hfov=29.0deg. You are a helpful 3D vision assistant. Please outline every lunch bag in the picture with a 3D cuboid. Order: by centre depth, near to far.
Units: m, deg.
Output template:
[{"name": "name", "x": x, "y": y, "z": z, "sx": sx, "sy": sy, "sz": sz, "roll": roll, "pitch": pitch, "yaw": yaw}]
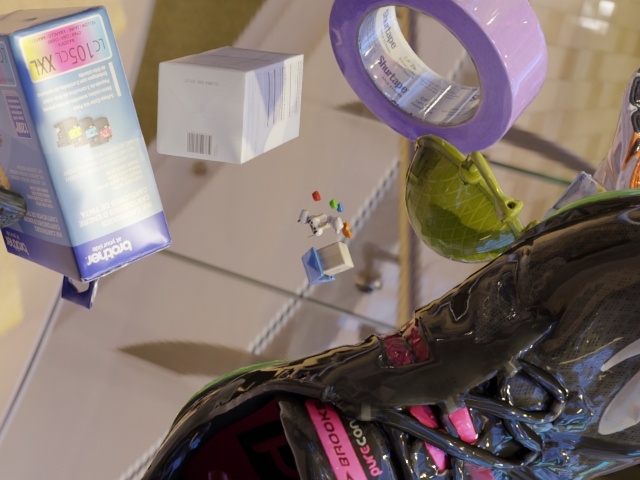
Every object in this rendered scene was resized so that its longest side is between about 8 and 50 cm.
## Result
[{"name": "lunch bag", "x": 0.282, "y": -0.020, "z": 1.320, "sx": 0.083, "sy": 0.071, "sz": 0.053, "roll": -51, "pitch": 158, "yaw": 16}]

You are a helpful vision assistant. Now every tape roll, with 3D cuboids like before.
[{"name": "tape roll", "x": 0.146, "y": -0.243, "z": 1.572, "sx": 0.090, "sy": 0.275, "sz": 0.274, "roll": -47, "pitch": 148, "yaw": -30}]

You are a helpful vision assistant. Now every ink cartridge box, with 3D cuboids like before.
[{"name": "ink cartridge box", "x": -0.352, "y": -0.108, "z": 1.682, "sx": 0.151, "sy": 0.270, "sz": 0.395, "roll": -26, "pitch": 112, "yaw": -29}]

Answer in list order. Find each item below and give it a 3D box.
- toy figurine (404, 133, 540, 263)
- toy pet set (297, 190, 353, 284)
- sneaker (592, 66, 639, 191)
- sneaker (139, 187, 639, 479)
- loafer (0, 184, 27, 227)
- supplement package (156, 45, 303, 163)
[{"name": "toy figurine", "x": 0.136, "y": 0.118, "z": 0.986, "sx": 0.217, "sy": 0.362, "sz": 0.191, "roll": -42, "pitch": -169, "yaw": 2}, {"name": "toy pet set", "x": 0.000, "y": 0.000, "z": 1.756, "sx": 0.122, "sy": 0.065, "sz": 0.114, "roll": 24, "pitch": 46, "yaw": -69}, {"name": "sneaker", "x": 0.412, "y": -0.114, "z": 1.664, "sx": 0.121, "sy": 0.099, "sz": 0.262, "roll": -32, "pitch": -141, "yaw": 58}, {"name": "sneaker", "x": 0.075, "y": 0.123, "z": 0.801, "sx": 0.185, "sy": 0.483, "sz": 0.202, "roll": 59, "pitch": 26, "yaw": -3}, {"name": "loafer", "x": -0.418, "y": -0.065, "z": 1.358, "sx": 0.223, "sy": 0.076, "sz": 0.078, "roll": 16, "pitch": 53, "yaw": -49}, {"name": "supplement package", "x": -0.129, "y": -0.207, "z": 1.848, "sx": 0.244, "sy": 0.139, "sz": 0.133, "roll": -36, "pitch": 132, "yaw": -66}]
